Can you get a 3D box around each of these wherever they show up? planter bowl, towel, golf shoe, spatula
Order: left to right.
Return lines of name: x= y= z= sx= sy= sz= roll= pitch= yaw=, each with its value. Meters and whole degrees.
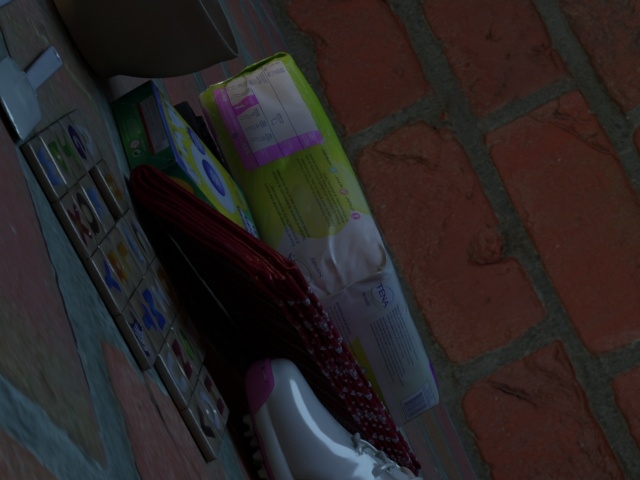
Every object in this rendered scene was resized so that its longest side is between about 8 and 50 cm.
spatula: x=-0.214 y=-0.161 z=1.231 sx=0.168 sy=0.019 sz=0.242 roll=61 pitch=6 yaw=-13
planter bowl: x=-0.149 y=-0.195 z=1.509 sx=0.162 sy=0.109 sz=0.162 roll=62 pitch=5 yaw=-10
towel: x=-0.036 y=0.066 z=1.442 sx=0.199 sy=0.031 sz=0.275 roll=34 pitch=-17 yaw=44
golf shoe: x=0.053 y=0.205 z=1.375 sx=0.306 sy=0.140 sz=0.115 roll=61 pitch=7 yaw=-9

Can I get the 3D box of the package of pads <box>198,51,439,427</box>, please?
package of pads: x=0.000 y=0.000 z=1.692 sx=0.229 sy=0.101 sz=0.296 roll=67 pitch=-2 yaw=-50

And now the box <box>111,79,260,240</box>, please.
box: x=-0.099 y=-0.036 z=1.533 sx=0.179 sy=0.043 sz=0.105 roll=54 pitch=11 yaw=-46

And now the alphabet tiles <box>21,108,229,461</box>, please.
alphabet tiles: x=-0.122 y=0.028 z=1.252 sx=0.237 sy=0.009 sz=0.198 roll=62 pitch=6 yaw=-8

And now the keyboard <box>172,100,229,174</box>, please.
keyboard: x=-0.069 y=0.009 z=1.712 sx=0.317 sy=0.033 sz=0.201 roll=65 pitch=6 yaw=21
